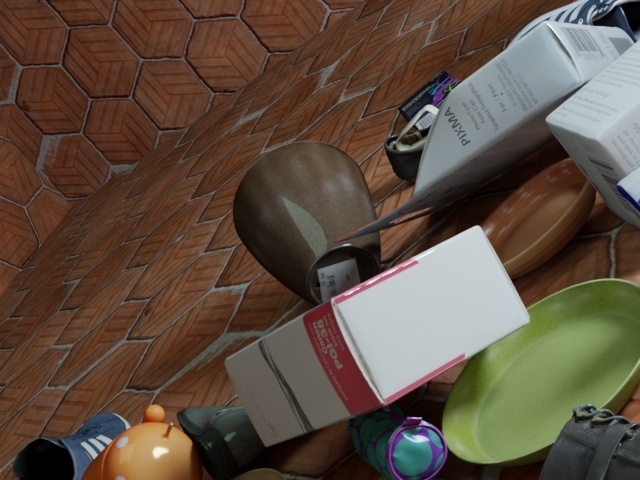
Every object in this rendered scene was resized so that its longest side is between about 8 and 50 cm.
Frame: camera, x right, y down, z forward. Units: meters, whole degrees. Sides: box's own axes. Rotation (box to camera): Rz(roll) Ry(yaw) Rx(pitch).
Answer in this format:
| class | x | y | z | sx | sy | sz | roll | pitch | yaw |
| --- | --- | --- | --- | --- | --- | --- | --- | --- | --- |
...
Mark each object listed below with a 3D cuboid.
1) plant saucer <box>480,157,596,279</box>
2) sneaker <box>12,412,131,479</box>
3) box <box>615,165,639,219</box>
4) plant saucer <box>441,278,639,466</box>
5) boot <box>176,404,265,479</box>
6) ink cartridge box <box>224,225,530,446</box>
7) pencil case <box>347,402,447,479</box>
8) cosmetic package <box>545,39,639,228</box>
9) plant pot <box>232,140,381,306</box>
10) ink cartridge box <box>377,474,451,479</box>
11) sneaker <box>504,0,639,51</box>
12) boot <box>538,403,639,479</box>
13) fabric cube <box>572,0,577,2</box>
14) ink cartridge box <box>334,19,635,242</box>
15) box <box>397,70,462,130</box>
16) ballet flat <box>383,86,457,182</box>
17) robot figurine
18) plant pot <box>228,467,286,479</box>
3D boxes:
| class | x | y | z | sx | sy | sz | roll | pitch | yaw |
| --- | --- | --- | --- | --- | --- | --- | --- | --- | --- |
| plant saucer | 0.257 | -0.020 | 1.366 | 0.200 | 0.037 | 0.200 | -41 | 13 | 11 |
| sneaker | -0.370 | 0.325 | 1.671 | 0.131 | 0.148 | 0.350 | -38 | 18 | 9 |
| box | 0.365 | -0.031 | 1.030 | 0.126 | 0.137 | 0.072 | -38 | 17 | 9 |
| plant saucer | 0.224 | 0.133 | 1.093 | 0.241 | 0.037 | 0.241 | -36 | 17 | 13 |
| boot | -0.089 | 0.233 | 1.467 | 0.161 | 0.083 | 0.246 | -29 | 9 | -15 |
| ink cartridge box | 0.048 | 0.109 | 1.204 | 0.207 | 0.117 | 0.283 | -26 | -4 | -32 |
| pencil case | 0.076 | 0.202 | 1.144 | 0.065 | 0.070 | 0.152 | 0 | 0 | -13 |
| cosmetic package | 0.373 | -0.122 | 1.209 | 0.184 | 0.151 | 0.151 | -40 | 17 | 1 |
| plant pot | 0.000 | 0.000 | 1.650 | 0.215 | 0.215 | 0.230 | -39 | 33 | 6 |
| ink cartridge box | 0.025 | 0.301 | 1.078 | 0.235 | 0.056 | 0.171 | -51 | 20 | -24 |
| sneaker | 0.388 | -0.295 | 1.681 | 0.282 | 0.099 | 0.153 | -31 | 18 | 20 |
| boot | 0.255 | 0.153 | 0.844 | 0.263 | 0.091 | 0.229 | -61 | 20 | -8 |
| fabric cube | 0.492 | -0.533 | 1.780 | 0.254 | 0.259 | 0.258 | -24 | 26 | 40 |
| ink cartridge box | 0.211 | -0.140 | 1.474 | 0.385 | 0.091 | 0.308 | -33 | -8 | 30 |
| box | 0.206 | -0.255 | 2.075 | 0.116 | 0.029 | 0.162 | -39 | 16 | 5 |
| ballet flat | 0.210 | -0.179 | 1.772 | 0.280 | 0.096 | 0.095 | -28 | 21 | 34 |
| robot figurine | -0.226 | 0.301 | 1.420 | 0.158 | 0.128 | 0.219 | -40 | -2 | -39 |
| plant pot | -0.118 | 0.357 | 1.273 | 0.236 | 0.032 | 0.236 | -35 | 18 | 13 |
